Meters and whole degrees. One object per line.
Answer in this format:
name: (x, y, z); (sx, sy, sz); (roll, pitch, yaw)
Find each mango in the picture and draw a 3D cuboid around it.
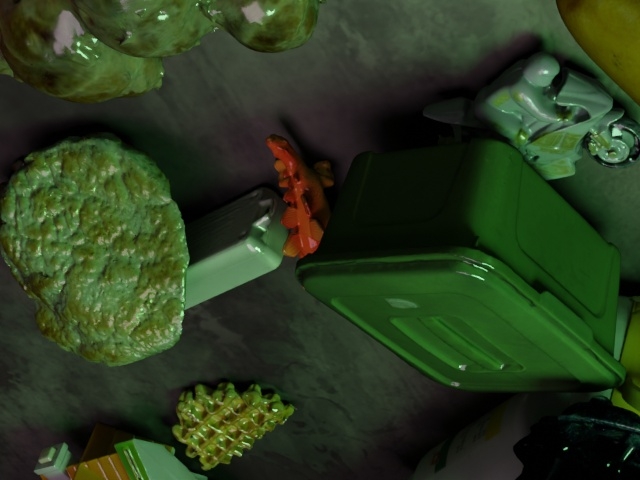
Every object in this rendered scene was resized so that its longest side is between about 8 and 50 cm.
mango: (0.332, -0.178, 1.376); (0.254, 0.139, 0.175); (31, 177, -14)

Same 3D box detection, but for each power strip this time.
power strip: (-0.163, 0.032, 1.800); (0.338, 0.098, 0.058); (-24, 127, 36)

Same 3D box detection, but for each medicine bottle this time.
medicine bottle: (0.228, 0.334, 1.914); (0.208, 0.208, 0.340); (33, 136, -17)

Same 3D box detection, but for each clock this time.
clock: (-0.263, 0.397, 2.162); (0.235, 0.166, 0.309); (-20, 125, 33)

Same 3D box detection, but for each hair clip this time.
hair clip: (0.316, 0.291, 1.630); (0.206, 0.194, 0.310); (-3, 150, 45)

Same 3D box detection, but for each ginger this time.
ginger: (-0.200, -0.234, 1.482); (0.375, 0.176, 0.256); (-18, 143, 32)

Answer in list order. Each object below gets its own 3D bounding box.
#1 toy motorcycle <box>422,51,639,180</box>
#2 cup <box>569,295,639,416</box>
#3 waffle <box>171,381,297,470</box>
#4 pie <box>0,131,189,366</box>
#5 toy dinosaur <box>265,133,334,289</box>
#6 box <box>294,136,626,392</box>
toy motorcycle: (0.215, -0.126, 1.535); (0.225, 0.073, 0.152); (-3, 132, 21)
cup: (0.398, 0.159, 1.671); (0.226, 0.241, 0.185); (14, 104, 13)
waffle: (-0.118, 0.256, 2.058); (0.192, 0.046, 0.160); (-6, 131, 23)
pie: (-0.257, 0.010, 1.735); (0.257, 0.105, 0.274); (-22, 89, 31)
toy dinosaur: (0.000, 0.000, 1.702); (0.070, 0.117, 0.288); (-10, 129, 25)
box: (0.164, 0.031, 1.581); (0.253, 0.178, 0.329); (-2, 153, 39)
